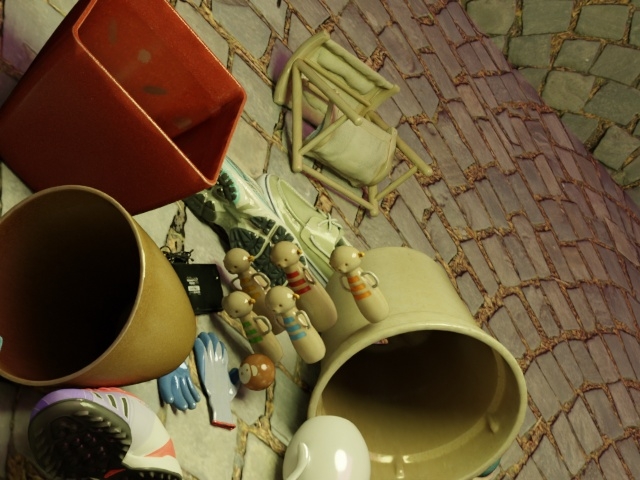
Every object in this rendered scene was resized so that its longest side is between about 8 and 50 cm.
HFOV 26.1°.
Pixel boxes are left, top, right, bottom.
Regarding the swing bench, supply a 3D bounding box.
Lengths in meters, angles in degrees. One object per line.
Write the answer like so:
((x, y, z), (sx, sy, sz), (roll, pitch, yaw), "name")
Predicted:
((0.053, -0.222, 2.631), (0.253, 0.165, 0.255), (30, 32, -45), "swing bench")

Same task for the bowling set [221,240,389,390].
((-0.061, 0.104, 1.997), (0.200, 0.287, 0.154), (-48, 116, -42), "bowling set")

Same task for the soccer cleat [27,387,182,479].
((-0.254, 0.214, 1.582), (0.318, 0.108, 0.116), (53, 14, -62), "soccer cleat")

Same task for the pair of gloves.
((-0.173, 0.181, 1.926), (0.198, 0.023, 0.159), (28, 39, -46), "pair of gloves")

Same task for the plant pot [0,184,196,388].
((-0.257, 0.085, 1.678), (0.254, 0.237, 0.237), (37, 30, -61), "plant pot")

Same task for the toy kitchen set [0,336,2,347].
((-0.368, 0.220, 1.464), (0.166, 0.122, 0.207), (35, 54, -41), "toy kitchen set")

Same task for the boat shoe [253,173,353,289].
((0.000, 0.000, 2.356), (0.302, 0.094, 0.109), (53, 26, -12), "boat shoe")

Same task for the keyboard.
((-0.201, 0.060, 2.003), (0.192, 0.038, 0.100), (5, 73, -69), "keyboard")

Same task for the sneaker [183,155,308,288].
((-0.105, -0.038, 2.198), (0.283, 0.110, 0.122), (53, 22, -11), "sneaker")

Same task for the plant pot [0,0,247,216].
((-0.291, -0.176, 1.861), (0.267, 0.235, 0.267), (49, 27, -21), "plant pot")

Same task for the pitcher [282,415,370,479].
((-0.005, 0.340, 1.927), (0.178, 0.125, 0.207), (53, 30, -42), "pitcher")

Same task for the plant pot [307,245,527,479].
((0.128, 0.180, 2.178), (0.334, 0.334, 0.305), (44, 17, -28), "plant pot")

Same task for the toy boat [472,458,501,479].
((0.247, 0.365, 2.331), (0.267, 0.148, 0.318), (34, 34, -41), "toy boat")
